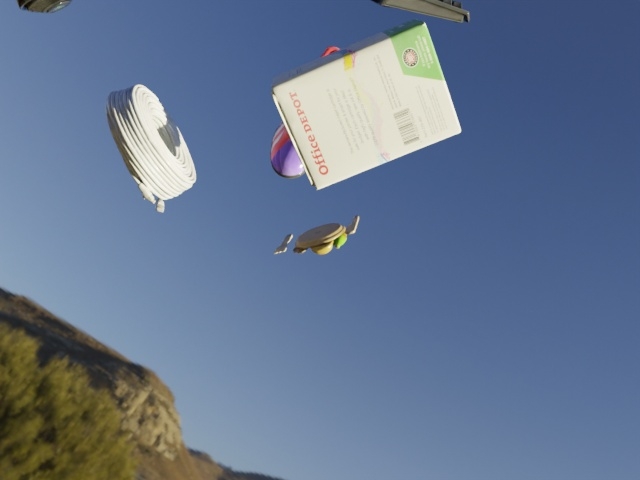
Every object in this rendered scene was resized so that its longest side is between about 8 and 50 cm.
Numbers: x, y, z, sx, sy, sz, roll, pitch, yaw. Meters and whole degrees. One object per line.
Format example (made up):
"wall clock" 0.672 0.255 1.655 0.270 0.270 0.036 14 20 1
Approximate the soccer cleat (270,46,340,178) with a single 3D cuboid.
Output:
"soccer cleat" -0.027 -0.284 1.437 0.109 0.318 0.116 22 -23 5

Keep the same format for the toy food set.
"toy food set" 0.000 0.000 1.502 0.192 0.132 0.038 -15 -73 16

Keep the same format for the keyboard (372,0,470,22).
"keyboard" 0.046 -0.220 0.558 0.108 0.023 0.180 5 26 -19

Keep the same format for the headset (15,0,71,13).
"headset" -0.572 -0.530 1.246 0.243 0.394 0.185 42 1 -16

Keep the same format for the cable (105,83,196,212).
"cable" -0.366 -0.214 1.423 0.257 0.089 0.257 62 8 -23

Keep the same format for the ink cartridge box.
"ink cartridge box" 0.058 -0.183 0.883 0.093 0.212 0.154 -99 165 -68
